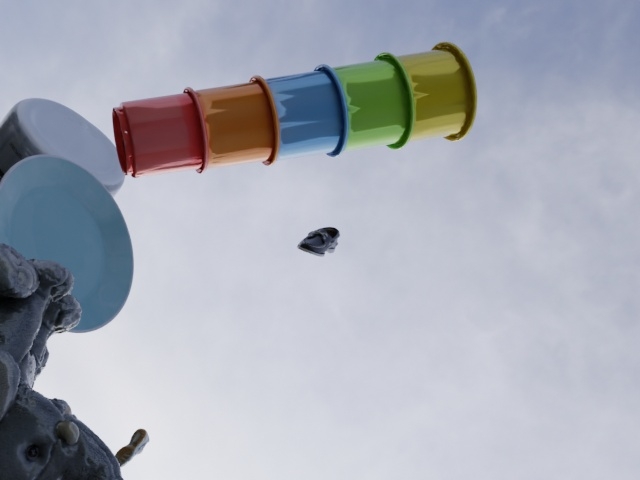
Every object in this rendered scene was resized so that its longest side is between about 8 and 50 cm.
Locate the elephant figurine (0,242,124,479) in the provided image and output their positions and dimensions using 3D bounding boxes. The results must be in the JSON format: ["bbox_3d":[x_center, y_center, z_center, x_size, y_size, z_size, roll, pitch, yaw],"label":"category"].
[{"bbox_3d":[-0.260,0.133,0.669,0.186,0.169,0.239,-27,-127,17],"label":"elephant figurine"}]

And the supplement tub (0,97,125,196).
[{"bbox_3d":[-0.458,-0.043,1.302,0.316,0.193,0.194,-46,-111,20],"label":"supplement tub"}]

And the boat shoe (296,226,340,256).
[{"bbox_3d":[0.000,0.000,1.346,0.046,0.125,0.038,26,-78,19],"label":"boat shoe"}]

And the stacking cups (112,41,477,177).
[{"bbox_3d":[-0.018,-0.110,0.752,0.096,0.316,0.096,168,-90,-68],"label":"stacking cups"}]

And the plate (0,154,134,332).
[{"bbox_3d":[-0.265,0.004,0.882,0.024,0.188,0.188,-17,-93,30],"label":"plate"}]

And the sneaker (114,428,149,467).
[{"bbox_3d":[-0.334,0.377,1.532,0.032,0.083,0.037,27,-29,30],"label":"sneaker"}]
